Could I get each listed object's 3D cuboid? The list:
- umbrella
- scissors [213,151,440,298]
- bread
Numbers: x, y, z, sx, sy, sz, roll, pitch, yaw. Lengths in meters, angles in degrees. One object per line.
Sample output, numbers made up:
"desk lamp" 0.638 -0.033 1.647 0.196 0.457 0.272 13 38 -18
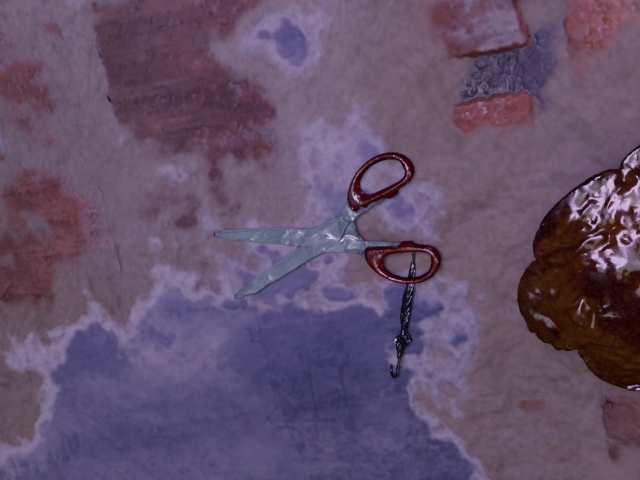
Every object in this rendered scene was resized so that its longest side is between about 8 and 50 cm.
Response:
"umbrella" 0.094 0.084 0.981 0.022 0.022 0.148 1 108 -24
"scissors" 0.000 0.000 0.984 0.248 0.017 0.144 -15 95 20
"bread" 0.315 0.029 0.842 0.232 0.135 0.247 46 111 0
